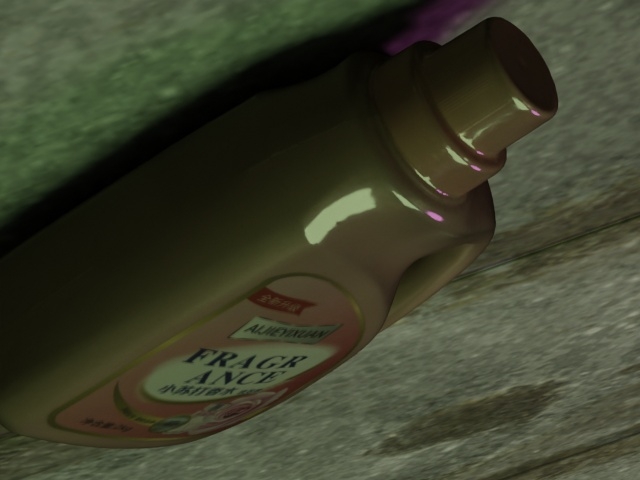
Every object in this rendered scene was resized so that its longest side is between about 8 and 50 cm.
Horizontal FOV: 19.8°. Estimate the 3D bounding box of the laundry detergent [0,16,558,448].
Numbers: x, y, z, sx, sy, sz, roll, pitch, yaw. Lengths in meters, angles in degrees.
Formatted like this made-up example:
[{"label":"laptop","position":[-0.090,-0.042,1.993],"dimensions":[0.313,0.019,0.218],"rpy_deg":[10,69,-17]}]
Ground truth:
[{"label":"laundry detergent","position":[0.000,0.000,0.681],"dimensions":[0.237,0.076,0.171],"rpy_deg":[-31,157,28]}]
